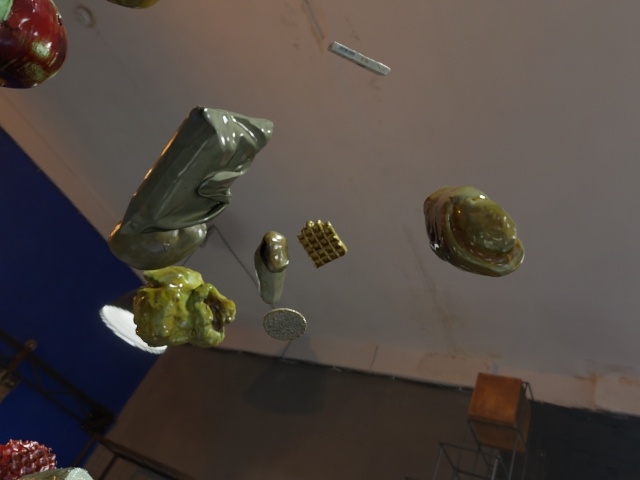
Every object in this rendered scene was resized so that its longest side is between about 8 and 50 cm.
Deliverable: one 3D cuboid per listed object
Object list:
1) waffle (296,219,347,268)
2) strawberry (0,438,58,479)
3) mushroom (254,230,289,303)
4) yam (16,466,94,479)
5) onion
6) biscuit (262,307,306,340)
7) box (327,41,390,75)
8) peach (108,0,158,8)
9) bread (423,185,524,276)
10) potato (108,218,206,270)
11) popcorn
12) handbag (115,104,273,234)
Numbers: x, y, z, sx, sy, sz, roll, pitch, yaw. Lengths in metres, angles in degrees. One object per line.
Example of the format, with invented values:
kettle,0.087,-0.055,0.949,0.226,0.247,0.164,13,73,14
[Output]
waffle,0.000,0.000,2.142,0.160,0.055,0.211,-26,-66,11
strawberry,-0.842,0.677,1.341,0.234,0.234,0.178,44,-11,-20
mushroom,-0.125,0.076,1.239,0.081,0.100,0.312,6,-24,-5
yam,-0.519,0.494,0.953,0.183,0.107,0.107,-13,-50,15
onion,-0.299,-0.192,0.470,0.117,0.119,0.119,20,-37,12
biscuit,-0.120,0.281,1.669,0.152,0.020,0.152,0,-54,-1
box,0.101,-0.490,1.350,0.166,0.090,0.024,20,-76,-15
peach,-0.565,-0.865,1.472,0.307,0.332,0.308,6,-17,2
bread,0.458,-0.014,1.543,0.300,0.210,0.341,53,-1,-11
potato,-0.400,-0.008,1.237,0.178,0.235,0.160,-159,-127,-75
popcorn,-0.387,0.198,1.395,0.276,0.276,0.226,18,-51,16
handbag,-0.240,-0.131,1.009,0.109,0.253,0.316,45,-67,12
